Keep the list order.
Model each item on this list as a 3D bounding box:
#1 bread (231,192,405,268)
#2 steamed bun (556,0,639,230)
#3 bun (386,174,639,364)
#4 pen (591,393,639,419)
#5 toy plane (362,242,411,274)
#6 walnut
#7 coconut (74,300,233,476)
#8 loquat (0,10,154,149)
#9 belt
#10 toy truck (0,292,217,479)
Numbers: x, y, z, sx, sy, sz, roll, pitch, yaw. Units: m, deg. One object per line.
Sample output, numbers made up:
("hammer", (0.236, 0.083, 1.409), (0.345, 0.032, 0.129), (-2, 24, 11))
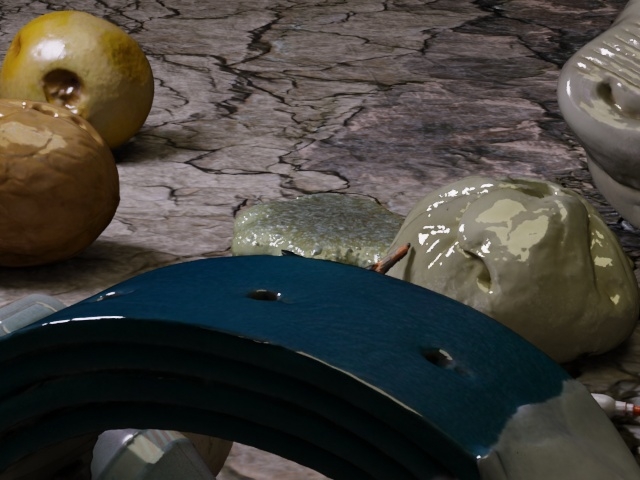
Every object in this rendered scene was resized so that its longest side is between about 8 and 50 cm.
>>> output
("bread", (0.000, 0.000, 1.887), (0.207, 0.056, 0.286), (-7, 17, -26))
("steamed bun", (0.471, -0.135, 1.995), (0.342, 0.255, 0.368), (29, 59, 25))
("bun", (0.184, 0.015, 1.666), (0.259, 0.160, 0.259), (-2, 20, 1))
("pen", (0.172, 0.138, 1.487), (0.218, 0.026, 0.026), (4, 18, 12))
("toy plane", (0.021, 0.070, 1.599), (0.188, 0.062, 0.135), (-32, 30, -24))
("walnut", (-0.327, -0.061, 1.866), (0.221, 0.195, 0.195), (8, 18, 1))
("coconut", (-0.160, 0.121, 1.306), (0.183, 0.171, 0.171), (16, 22, 21))
("loquat", (-0.331, -0.214, 2.330), (0.213, 0.213, 0.213), (0, 17, 0))
("belt", (-0.027, 0.169, 0.930), (0.436, 0.300, 0.173), (7, 19, 21))
("toy truck", (-0.152, 0.149, 1.150), (0.257, 0.140, 0.108), (49, 36, 9))
